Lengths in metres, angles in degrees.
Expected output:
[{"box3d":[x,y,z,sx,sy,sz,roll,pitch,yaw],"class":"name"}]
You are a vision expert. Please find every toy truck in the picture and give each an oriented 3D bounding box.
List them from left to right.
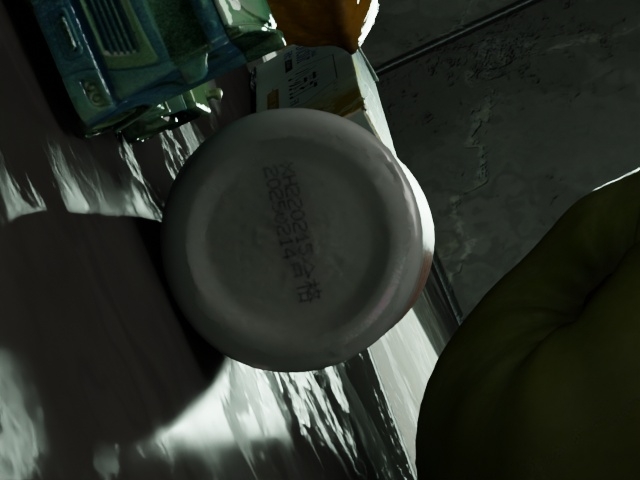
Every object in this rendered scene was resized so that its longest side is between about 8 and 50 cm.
[{"box3d":[-0.055,-0.079,0.725,0.175,0.081,0.067,4,64,-84],"class":"toy truck"}]

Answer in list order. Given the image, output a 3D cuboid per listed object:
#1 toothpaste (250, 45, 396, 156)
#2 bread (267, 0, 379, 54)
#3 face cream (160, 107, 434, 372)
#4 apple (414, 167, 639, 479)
[{"box3d":[0.002,-0.081,1.306,0.071,0.089,0.313,59,7,-15],"class":"toothpaste"},{"box3d":[-0.049,-0.212,0.998,0.195,0.143,0.269,78,-2,-52],"class":"bread"},{"box3d":[0.000,0.000,0.818,0.252,0.101,0.101,-2,67,-84],"class":"face cream"},{"box3d":[0.276,0.159,1.091,0.473,0.474,0.473,-25,90,-85],"class":"apple"}]
